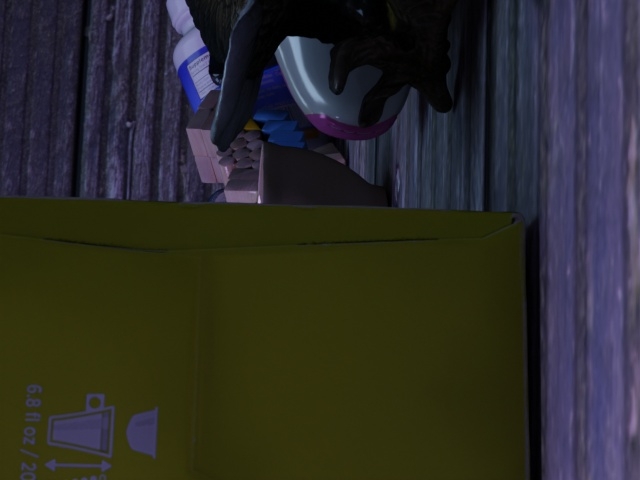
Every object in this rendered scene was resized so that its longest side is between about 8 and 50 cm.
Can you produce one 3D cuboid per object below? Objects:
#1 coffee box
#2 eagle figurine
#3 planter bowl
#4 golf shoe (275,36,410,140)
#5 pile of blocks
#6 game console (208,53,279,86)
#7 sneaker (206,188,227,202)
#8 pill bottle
[{"bbox_3d":[-0.091,0.179,0.700,0.334,0.338,0.337,109,162,-75],"label":"coffee box"},{"bbox_3d":[-0.019,-0.206,0.840,0.226,0.298,0.225,-51,-24,23],"label":"eagle figurine"},{"bbox_3d":[0.000,0.000,1.159,0.162,0.109,0.162,-177,90,-86],"label":"planter bowl"},{"bbox_3d":[0.025,-0.226,0.985,0.140,0.115,0.306,113,159,-68],"label":"golf shoe"},{"bbox_3d":[-0.047,-0.052,1.590,0.362,0.149,0.112,-119,12,-50],"label":"pile of blocks"},{"bbox_3d":[-0.037,-0.343,1.569,0.293,0.250,0.173,-93,-19,-58],"label":"game console"},{"bbox_3d":[-0.060,0.037,1.760,0.283,0.110,0.122,61,147,22],"label":"sneaker"},{"bbox_3d":[-0.102,-0.209,1.789,0.152,0.152,0.272,111,137,-77],"label":"pill bottle"}]
